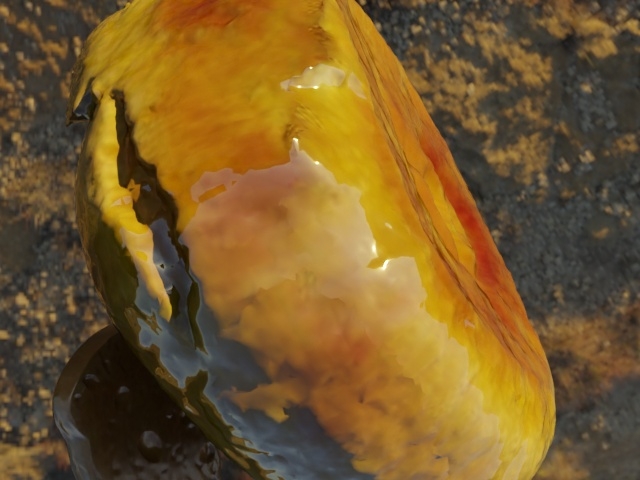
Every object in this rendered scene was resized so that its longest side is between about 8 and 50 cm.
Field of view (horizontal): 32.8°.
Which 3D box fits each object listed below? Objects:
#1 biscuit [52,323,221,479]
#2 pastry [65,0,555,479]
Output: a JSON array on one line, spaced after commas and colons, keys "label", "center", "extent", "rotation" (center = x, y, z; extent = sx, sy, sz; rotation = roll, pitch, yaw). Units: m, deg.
[{"label": "biscuit", "center": [-0.094, 0.110, 0.618], "extent": [0.023, 0.118, 0.140], "rotation": [-6, 108, 36]}, {"label": "pastry", "center": [0.000, 0.000, 0.593], "extent": [0.163, 0.356, 0.356], "rotation": [-28, 131, 10]}]
